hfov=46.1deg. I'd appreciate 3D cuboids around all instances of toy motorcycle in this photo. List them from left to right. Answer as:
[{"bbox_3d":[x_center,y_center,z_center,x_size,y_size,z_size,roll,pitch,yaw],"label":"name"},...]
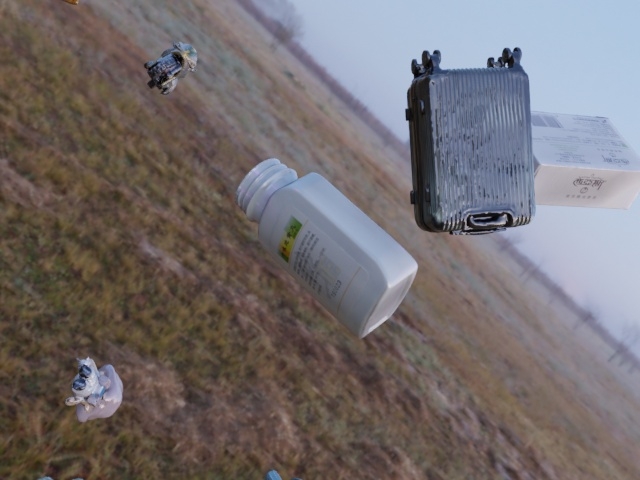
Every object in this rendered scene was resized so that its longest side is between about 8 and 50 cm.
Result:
[{"bbox_3d":[-0.372,-0.430,1.884,0.094,0.130,0.229,53,-10,-11],"label":"toy motorcycle"}]

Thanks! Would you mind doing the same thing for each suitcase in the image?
[{"bbox_3d":[0.256,-0.165,1.285,0.202,0.311,0.128,-4,1,-10],"label":"suitcase"}]

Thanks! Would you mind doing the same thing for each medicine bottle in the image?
[{"bbox_3d":[0.000,0.000,1.265,0.324,0.179,0.124,41,49,19],"label":"medicine bottle"}]

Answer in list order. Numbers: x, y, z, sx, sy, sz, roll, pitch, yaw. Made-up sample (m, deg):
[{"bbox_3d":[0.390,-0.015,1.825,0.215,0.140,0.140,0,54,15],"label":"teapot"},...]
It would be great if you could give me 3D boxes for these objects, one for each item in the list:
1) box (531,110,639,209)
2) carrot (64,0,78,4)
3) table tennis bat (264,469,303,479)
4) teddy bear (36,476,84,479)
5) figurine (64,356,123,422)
[{"bbox_3d":[0.504,-0.167,1.541,0.261,0.111,0.194,4,42,-17],"label":"box"},{"bbox_3d":[-0.414,-0.368,1.007,0.191,0.047,0.047,16,20,-37],"label":"carrot"},{"bbox_3d":[-0.078,0.645,1.856,0.040,0.152,0.244,17,7,-29],"label":"table tennis bat"},{"bbox_3d":[-0.618,0.654,1.821,0.133,0.213,0.111,4,52,-2],"label":"teddy bear"},{"bbox_3d":[-0.500,0.334,1.670,0.112,0.137,0.229,13,-26,3],"label":"figurine"}]
